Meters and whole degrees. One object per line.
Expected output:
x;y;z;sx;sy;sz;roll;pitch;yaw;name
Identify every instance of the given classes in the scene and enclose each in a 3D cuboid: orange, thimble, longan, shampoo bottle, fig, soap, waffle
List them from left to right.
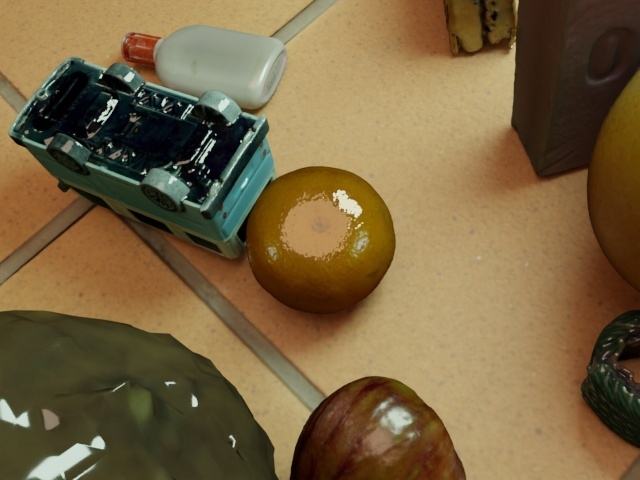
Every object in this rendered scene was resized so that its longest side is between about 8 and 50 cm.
-0.198;0.238;0.540;0.390;0.391;0.391;-5;61;8;longan
-0.159;-0.236;0.974;0.220;0.051;0.108;15;68;18;shampoo bottle
0.000;0.000;0.775;0.156;0.124;0.156;-1;77;3;orange
0.036;0.212;0.644;0.202;0.149;0.148;-47;59;19;fig
0.179;-0.410;0.912;0.091;0.213;0.308;-6;62;10;waffle
0.311;0.125;0.665;0.135;0.090;0.118;24;66;24;thimble
0.345;-0.211;0.731;0.296;0.285;0.107;-16;59;4;soap

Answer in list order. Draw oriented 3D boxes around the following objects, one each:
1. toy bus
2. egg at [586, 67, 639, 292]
-0.188;-0.088;0.833;0.271;0.165;0.133;21;67;21;toy bus
0.393;-0.069;0.599;0.351;0.283;0.283;-25;60;0;egg
